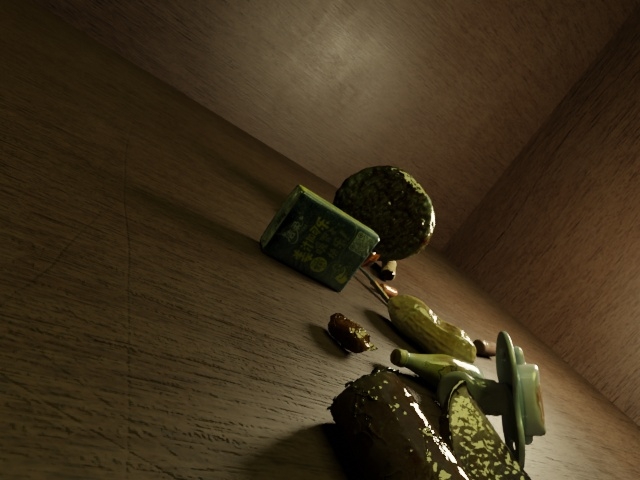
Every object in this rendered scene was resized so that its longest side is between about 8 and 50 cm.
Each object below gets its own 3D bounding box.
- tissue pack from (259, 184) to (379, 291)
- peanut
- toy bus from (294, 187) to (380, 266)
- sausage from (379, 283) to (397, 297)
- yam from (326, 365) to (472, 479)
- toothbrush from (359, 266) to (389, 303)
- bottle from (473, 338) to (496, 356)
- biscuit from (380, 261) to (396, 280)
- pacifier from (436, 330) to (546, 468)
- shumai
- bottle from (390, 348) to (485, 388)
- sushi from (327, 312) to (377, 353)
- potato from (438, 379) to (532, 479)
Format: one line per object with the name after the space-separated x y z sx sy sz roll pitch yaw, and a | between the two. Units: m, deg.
0.000 0.000 1.221 0.257 0.185 0.081 30 12 -24 | tissue pack
0.297 0.242 1.293 0.275 0.111 0.125 40 9 16 | peanut
0.043 -0.050 1.737 0.409 0.092 0.093 42 16 25 | toy bus
0.220 0.165 1.551 0.083 0.034 0.034 27 15 -41 | sausage
0.114 0.292 0.605 0.131 0.131 0.279 26 17 -37 | yam
0.182 0.154 1.494 0.321 0.031 0.023 43 15 32 | toothbrush
0.584 0.380 1.677 0.140 0.053 0.053 21 19 -47 | bottle
0.260 0.109 1.807 0.061 0.055 0.219 12 12 5 | biscuit
0.353 0.335 1.006 0.208 0.278 0.227 -3 -15 8 | pacifier
0.269 -0.097 1.890 0.395 0.395 0.348 39 11 13 | shumai
0.268 0.296 1.085 0.270 0.083 0.083 26 16 -29 | bottle
0.065 0.191 0.978 0.118 0.061 0.060 47 41 16 | sushi
0.264 0.384 0.802 0.120 0.100 0.261 -19 63 -28 | potato
